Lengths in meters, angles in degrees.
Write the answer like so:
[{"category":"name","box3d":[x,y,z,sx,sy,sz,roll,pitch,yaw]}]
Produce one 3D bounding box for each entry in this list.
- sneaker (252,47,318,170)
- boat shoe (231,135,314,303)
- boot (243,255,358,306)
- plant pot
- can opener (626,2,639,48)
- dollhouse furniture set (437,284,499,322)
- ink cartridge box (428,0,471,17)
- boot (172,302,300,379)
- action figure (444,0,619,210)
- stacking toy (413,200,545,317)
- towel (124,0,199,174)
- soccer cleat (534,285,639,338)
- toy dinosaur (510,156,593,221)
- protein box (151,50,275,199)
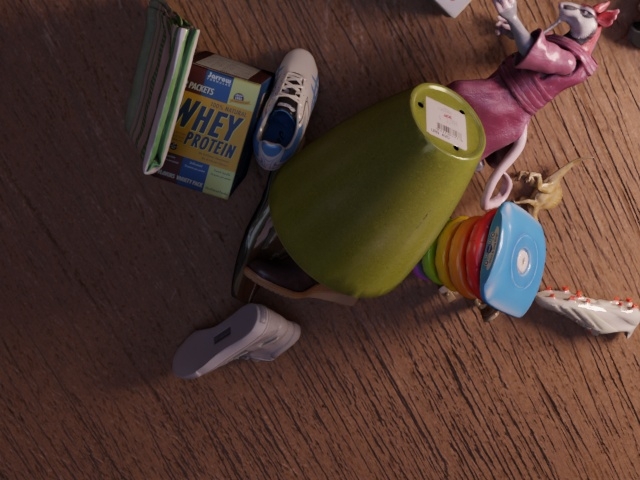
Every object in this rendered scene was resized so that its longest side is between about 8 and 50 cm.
[{"category":"sneaker","box3d":[-0.052,-0.230,1.575,0.085,0.086,0.237,18,66,-6]},{"category":"boat shoe","box3d":[-0.064,-0.029,1.663,0.119,0.122,0.324,22,106,-6]},{"category":"boot","box3d":[0.000,0.000,1.623,0.248,0.090,0.207,13,103,-32]},{"category":"plant pot","box3d":[0.111,-0.098,1.432,0.275,0.275,0.293,40,135,-7]},{"category":"can opener","box3d":[0.658,-0.347,1.558,0.280,0.074,0.093,13,140,2]},{"category":"dollhouse furniture set","box3d":[0.275,0.059,1.658,0.144,0.123,0.151,-35,100,12]},{"category":"ink cartridge box","box3d":[0.233,-0.525,1.507,0.197,0.114,0.273,41,105,-8]},{"category":"boot","box3d":[-0.156,0.207,1.748,0.258,0.095,0.123,-29,138,34]},{"category":"action figure","box3d":[0.323,-0.241,1.488,0.370,0.248,0.276,-34,85,28]},{"category":"stacking toy","box3d":[0.218,0.019,1.613,0.301,0.165,0.175,8,78,40]},{"category":"towel","box3d":[-0.270,-0.256,1.516,0.038,0.325,0.248,10,107,-22]},{"category":"soccer cleat","box3d":[0.484,0.135,1.695,0.196,0.068,0.076,10,109,-1]},{"category":"toy dinosaur","box3d":[0.395,-0.095,1.655,0.092,0.053,0.183,22,114,-18]},{"category":"protein box","box3d":[-0.177,-0.200,1.580,0.136,0.201,0.200,18,106,0]}]
